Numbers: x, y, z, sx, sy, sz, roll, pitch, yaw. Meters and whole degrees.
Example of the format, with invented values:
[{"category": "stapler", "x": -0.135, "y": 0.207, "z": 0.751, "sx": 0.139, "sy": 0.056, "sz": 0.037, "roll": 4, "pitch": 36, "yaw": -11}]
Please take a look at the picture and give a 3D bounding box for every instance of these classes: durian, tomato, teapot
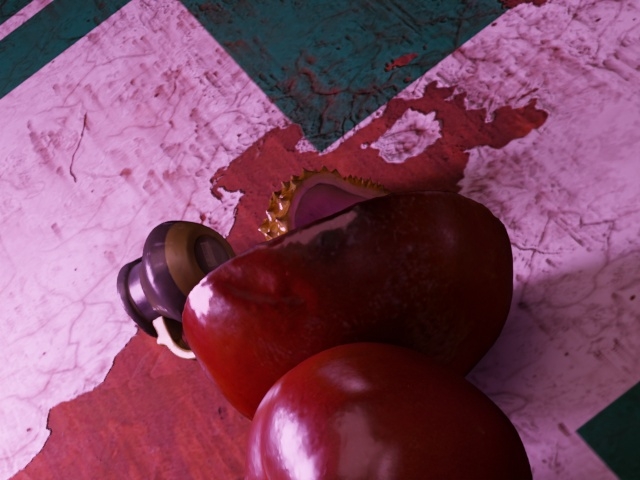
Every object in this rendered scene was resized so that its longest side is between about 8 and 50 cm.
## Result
[{"category": "durian", "x": -0.001, "y": 0.002, "z": 1.975, "sx": 0.132, "sy": 0.165, "sz": 0.182, "roll": 19, "pitch": 81, "yaw": 5}, {"category": "tomato", "x": 0.039, "y": 0.090, "z": 1.692, "sx": 0.338, "sy": 0.338, "sz": 0.144, "roll": -27, "pitch": 64, "yaw": 14}, {"category": "tomato", "x": 0.062, "y": 0.230, "z": 1.516, "sx": 0.226, "sy": 0.299, "sz": 0.298, "roll": 1, "pitch": 30, "yaw": -17}, {"category": "teapot", "x": -0.157, "y": 0.061, "z": 2.024, "sx": 0.119, "sy": 0.130, "sz": 0.166, "roll": -30, "pitch": 64, "yaw": 34}]
